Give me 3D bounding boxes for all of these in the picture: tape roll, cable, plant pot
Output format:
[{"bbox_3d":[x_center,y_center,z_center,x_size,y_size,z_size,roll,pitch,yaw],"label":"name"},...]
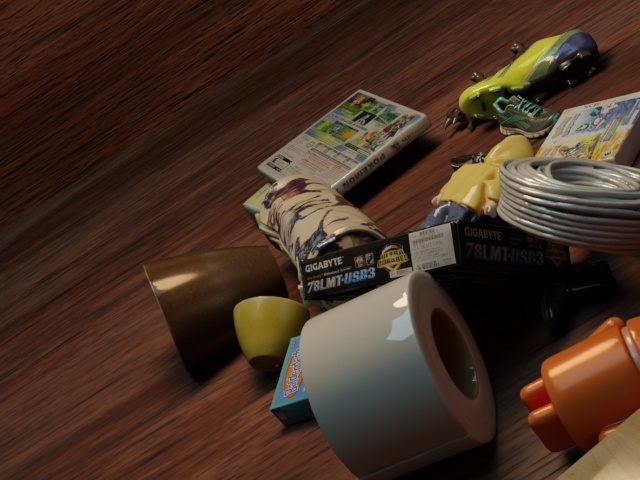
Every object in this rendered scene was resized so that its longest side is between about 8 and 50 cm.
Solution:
[{"bbox_3d":[0.106,0.182,1.602,0.169,0.246,0.246,-26,24,20],"label":"tape roll"},{"bbox_3d":[0.380,-0.055,1.729,0.257,0.089,0.257,22,23,40],"label":"cable"},{"bbox_3d":[-0.185,0.100,2.247,0.230,0.215,0.215,-23,21,-8],"label":"plant pot"},{"bbox_3d":[-0.086,0.168,2.067,0.134,0.134,0.095,-19,53,32],"label":"plant pot"}]

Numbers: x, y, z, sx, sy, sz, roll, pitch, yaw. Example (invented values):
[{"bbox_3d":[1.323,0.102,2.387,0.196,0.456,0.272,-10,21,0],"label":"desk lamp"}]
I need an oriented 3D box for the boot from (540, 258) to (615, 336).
[{"bbox_3d":[0.367,0.079,1.711,0.099,0.045,0.121,-20,26,24],"label":"boot"}]

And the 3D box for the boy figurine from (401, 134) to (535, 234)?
[{"bbox_3d":[0.264,-0.074,2.091,0.285,0.092,0.177,-44,24,-23],"label":"boy figurine"}]

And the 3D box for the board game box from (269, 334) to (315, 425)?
[{"bbox_3d":[0.031,0.197,1.907,0.210,0.047,0.160,-20,34,30],"label":"board game box"}]

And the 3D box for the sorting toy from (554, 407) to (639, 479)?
[{"bbox_3d":[0.360,0.296,1.229,0.255,0.089,0.257,-38,22,-8],"label":"sorting toy"}]

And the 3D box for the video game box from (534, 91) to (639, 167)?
[{"bbox_3d":[0.466,-0.170,2.063,0.187,0.048,0.205,-13,30,46],"label":"video game box"}]

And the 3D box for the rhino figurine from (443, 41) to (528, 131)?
[{"bbox_3d":[0.344,-0.301,2.453,0.243,0.073,0.106,-38,31,0],"label":"rhino figurine"}]

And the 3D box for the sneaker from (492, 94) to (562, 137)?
[{"bbox_3d":[0.382,-0.238,2.271,0.065,0.076,0.166,-45,25,-22],"label":"sneaker"}]

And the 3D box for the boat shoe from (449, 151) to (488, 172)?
[{"bbox_3d":[0.294,-0.146,2.257,0.125,0.038,0.046,-3,38,51],"label":"boat shoe"}]

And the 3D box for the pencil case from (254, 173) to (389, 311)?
[{"bbox_3d":[0.000,0.000,2.207,0.183,0.160,0.410,-11,20,-13],"label":"pencil case"}]

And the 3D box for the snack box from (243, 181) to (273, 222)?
[{"bbox_3d":[-0.001,-0.145,2.626,0.322,0.060,0.187,-41,25,-16],"label":"snack box"}]

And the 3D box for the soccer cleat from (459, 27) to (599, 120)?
[{"bbox_3d":[0.405,-0.327,2.373,0.289,0.093,0.121,-24,44,9],"label":"soccer cleat"}]

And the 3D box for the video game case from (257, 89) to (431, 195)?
[{"bbox_3d":[0.043,-0.197,2.555,0.300,0.036,0.329,-38,26,-9],"label":"video game case"}]

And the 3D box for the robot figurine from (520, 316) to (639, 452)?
[{"bbox_3d":[0.351,0.170,1.440,0.219,0.128,0.158,-28,-3,16],"label":"robot figurine"}]

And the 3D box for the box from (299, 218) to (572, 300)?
[{"bbox_3d":[0.173,0.039,1.797,0.293,0.073,0.295,-13,-12,42],"label":"box"}]
